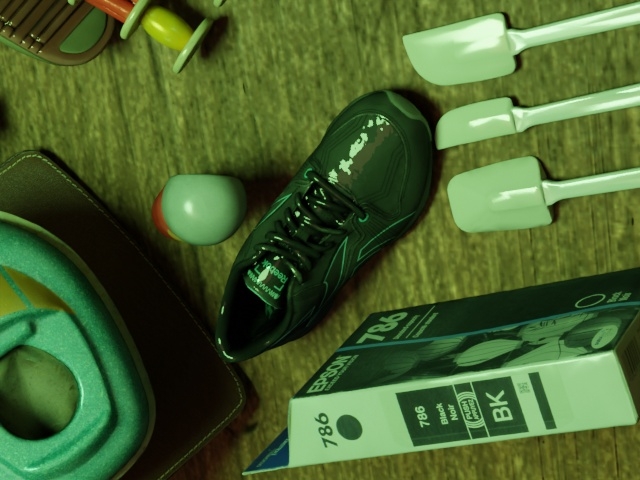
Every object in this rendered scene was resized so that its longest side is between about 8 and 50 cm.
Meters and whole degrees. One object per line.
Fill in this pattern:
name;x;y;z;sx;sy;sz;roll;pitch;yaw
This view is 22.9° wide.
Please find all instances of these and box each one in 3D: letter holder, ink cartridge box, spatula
letter holder;-0.240;0.099;1.409;0.302;0.214;0.152;49;156;-1
ink cartridge box;0.100;0.099;1.209;0.332;0.165;0.065;-13;105;30
spatula;0.189;-0.095;1.167;0.242;0.019;0.168;-9;102;29

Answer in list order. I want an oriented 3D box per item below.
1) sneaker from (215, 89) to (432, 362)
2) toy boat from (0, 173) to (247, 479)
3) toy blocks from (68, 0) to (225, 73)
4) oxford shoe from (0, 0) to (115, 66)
sneaker;0.000;0.000;1.252;0.101;0.106;0.267;37;122;9
toy boat;-0.197;0.050;1.245;0.267;0.318;0.148;52;166;-8
toy blocks;-0.142;-0.218;1.236;0.148;0.054;0.123;33;120;-4
oxford shoe;-0.318;-0.258;1.314;0.348;0.123;0.130;41;155;-1
